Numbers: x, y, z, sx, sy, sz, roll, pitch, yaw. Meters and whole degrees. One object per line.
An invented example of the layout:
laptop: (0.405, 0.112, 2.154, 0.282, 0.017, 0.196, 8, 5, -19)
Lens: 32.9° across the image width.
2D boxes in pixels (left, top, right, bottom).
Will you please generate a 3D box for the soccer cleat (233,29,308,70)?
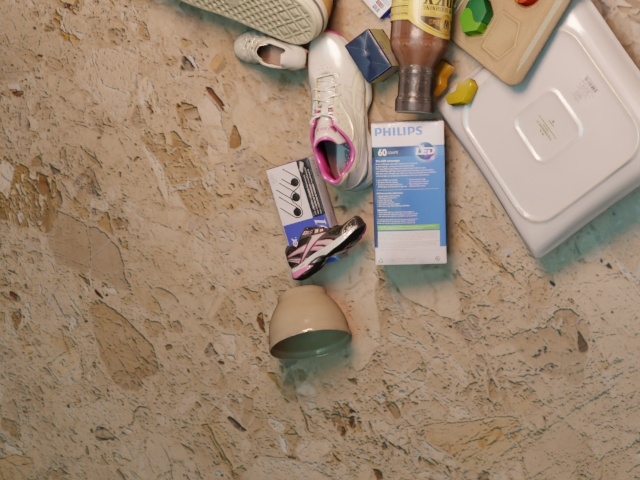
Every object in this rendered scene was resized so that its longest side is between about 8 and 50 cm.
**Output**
soccer cleat: (-0.107, -0.360, 2.042, 0.196, 0.076, 0.068, 21, 109, 42)

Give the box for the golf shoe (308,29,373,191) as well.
golf shoe: (0.031, -0.239, 1.998, 0.115, 0.140, 0.306, -12, 93, 25)

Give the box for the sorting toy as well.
sorting toy: (0.291, -0.364, 1.864, 0.307, 0.041, 0.229, -60, 41, 19)

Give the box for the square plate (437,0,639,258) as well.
square plate: (0.392, -0.197, 1.842, 0.344, 0.049, 0.347, -41, 73, 35)

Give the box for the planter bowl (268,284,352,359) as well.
planter bowl: (-0.028, 0.153, 2.092, 0.162, 0.162, 0.109, -24, 63, 24)

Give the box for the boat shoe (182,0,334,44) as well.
boat shoe: (-0.187, -0.533, 2.016, 0.500, 0.156, 0.187, 27, 149, 11)

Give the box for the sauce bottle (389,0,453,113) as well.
sauce bottle: (0.178, -0.396, 1.908, 0.111, 0.111, 0.344, 5, 96, 22)

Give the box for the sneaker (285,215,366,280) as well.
sneaker: (0.000, 0.000, 2.040, 0.178, 0.072, 0.077, -35, 76, 19)

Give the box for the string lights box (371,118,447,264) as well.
string lights box: (0.162, -0.089, 1.982, 0.133, 0.077, 0.260, -1, 99, 5)

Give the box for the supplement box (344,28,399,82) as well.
supplement box: (0.100, -0.338, 1.980, 0.056, 0.083, 0.083, -33, 85, 24)

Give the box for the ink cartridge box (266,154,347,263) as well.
ink cartridge box: (-0.027, -0.053, 2.102, 0.097, 0.046, 0.207, -15, 94, 24)

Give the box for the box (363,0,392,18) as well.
box: (0.105, -0.472, 1.986, 0.081, 0.028, 0.136, -45, 79, 22)
